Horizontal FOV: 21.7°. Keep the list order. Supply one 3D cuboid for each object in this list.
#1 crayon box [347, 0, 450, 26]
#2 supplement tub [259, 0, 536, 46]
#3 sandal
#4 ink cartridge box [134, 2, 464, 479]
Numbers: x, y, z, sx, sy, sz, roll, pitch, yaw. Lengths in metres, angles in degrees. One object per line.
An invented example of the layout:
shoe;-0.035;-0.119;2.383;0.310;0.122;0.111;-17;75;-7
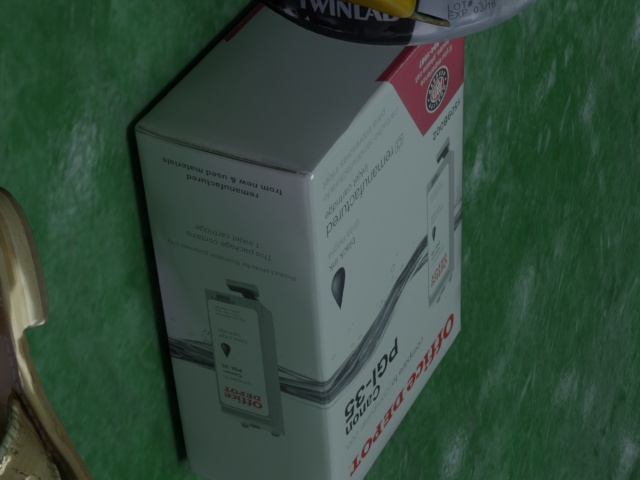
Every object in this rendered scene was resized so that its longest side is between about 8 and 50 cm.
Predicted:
crayon box;-0.078;-0.165;0.650;0.318;0.202;0.081;11;96;-68
supplement tub;0.037;-0.275;0.841;0.193;0.193;0.316;-52;150;-41
sandal;-0.157;0.099;0.756;0.079;0.088;0.240;-16;93;-41
ink cartridge box;0.000;0.000;1.043;0.207;0.117;0.283;-52;149;-41
